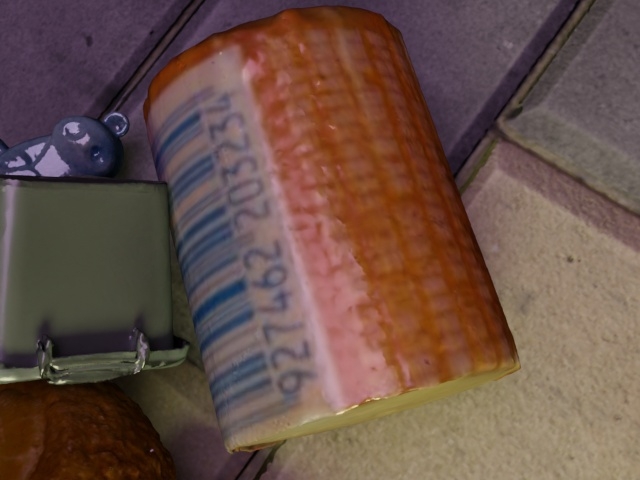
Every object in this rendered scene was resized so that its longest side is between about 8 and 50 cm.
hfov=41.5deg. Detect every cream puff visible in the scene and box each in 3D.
[{"bbox_3d":[-0.220,0.232,0.600,0.303,0.212,0.303,-25,36,20],"label":"cream puff"}]

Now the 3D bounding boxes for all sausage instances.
[{"bbox_3d":[0.000,0.000,0.655,0.233,0.233,0.287,-20,73,4],"label":"sausage"}]

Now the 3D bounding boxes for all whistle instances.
[{"bbox_3d":[-0.283,-0.028,0.788,0.269,0.093,0.180,-43,97,-3],"label":"whistle"}]

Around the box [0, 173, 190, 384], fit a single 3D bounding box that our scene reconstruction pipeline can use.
[{"bbox_3d":[-0.209,0.016,0.647,0.163,0.243,0.135,0,96,-33],"label":"box"}]
